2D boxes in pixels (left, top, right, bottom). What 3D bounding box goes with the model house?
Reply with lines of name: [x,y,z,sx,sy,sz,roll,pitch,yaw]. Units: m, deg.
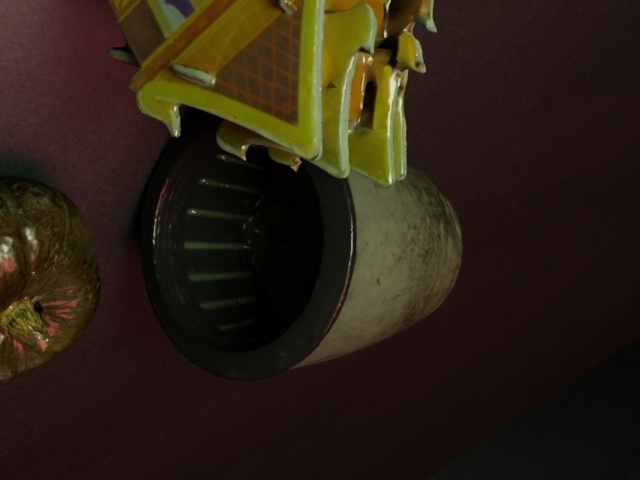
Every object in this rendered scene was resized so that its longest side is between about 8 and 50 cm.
model house: [0.024,-0.205,0.595,0.358,0.312,0.242,-36,163,23]

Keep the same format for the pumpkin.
pumpkin: [-0.316,0.054,0.768,0.219,0.162,0.219,-31,146,-24]

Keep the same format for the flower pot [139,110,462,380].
flower pot: [0.000,0.000,0.935,0.330,0.293,0.293,1,128,-55]
